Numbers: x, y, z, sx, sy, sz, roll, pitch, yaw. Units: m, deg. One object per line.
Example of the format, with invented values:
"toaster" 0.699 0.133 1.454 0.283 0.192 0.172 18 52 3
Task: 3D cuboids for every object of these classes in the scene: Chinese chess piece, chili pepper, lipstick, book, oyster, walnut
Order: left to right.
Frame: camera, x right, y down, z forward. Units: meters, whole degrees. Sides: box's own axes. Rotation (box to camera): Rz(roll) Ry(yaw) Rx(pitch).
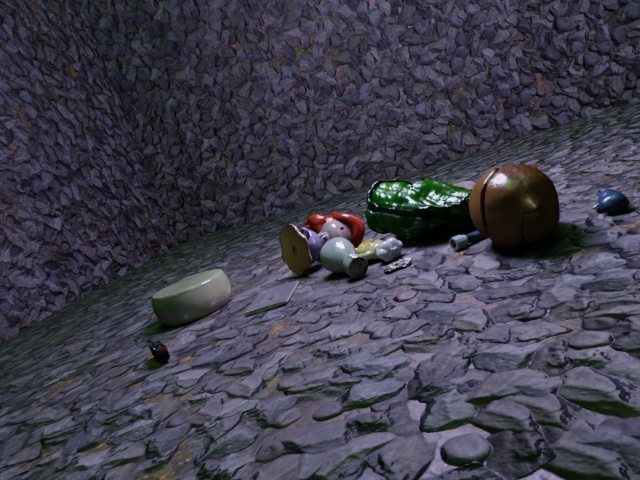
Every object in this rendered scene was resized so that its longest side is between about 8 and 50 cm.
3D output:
"Chinese chess piece" -0.405 0.178 1.661 0.250 0.101 0.250 -19 10 4
"book" -0.136 0.162 1.495 0.127 0.014 0.182 -17 10 11
"oyster" 0.203 0.062 1.377 0.083 0.019 0.054 -20 10 -4
"chili pepper" 0.310 -0.084 1.579 0.384 0.168 0.213 6 40 40
"lipstick" 0.393 -0.007 1.361 0.116 0.037 0.037 -18 9 -19
"walnut" 0.451 -0.087 1.214 0.203 0.203 0.298 -19 3 5

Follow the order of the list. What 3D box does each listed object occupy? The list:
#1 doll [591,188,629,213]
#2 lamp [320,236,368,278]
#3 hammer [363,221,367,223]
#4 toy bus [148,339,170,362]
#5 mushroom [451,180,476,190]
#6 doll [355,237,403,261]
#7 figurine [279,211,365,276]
"doll" 0.676 -0.089 1.223 0.076 0.051 0.083 -21 11 17
"lamp" 0.067 0.054 1.478 0.106 0.106 0.193 -22 21 -15
"hammer" 0.218 -0.089 2.143 0.110 0.019 0.035 -25 11 -14
"toy bus" -0.403 0.277 1.308 0.031 0.043 0.110 -21 8 -26
"mushroom" 0.442 -0.135 1.762 0.246 0.108 0.096 -21 -30 -22
"doll" 0.168 0.026 1.514 0.106 0.062 0.162 -30 15 -28
"figurine" 0.001 -0.008 1.716 0.257 0.181 0.208 -19 -21 -38
